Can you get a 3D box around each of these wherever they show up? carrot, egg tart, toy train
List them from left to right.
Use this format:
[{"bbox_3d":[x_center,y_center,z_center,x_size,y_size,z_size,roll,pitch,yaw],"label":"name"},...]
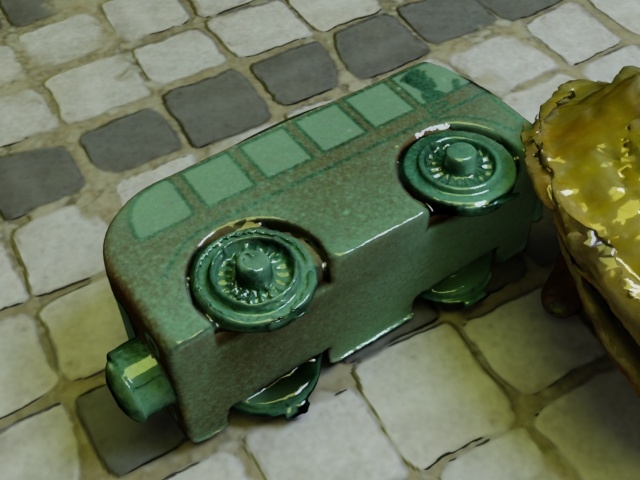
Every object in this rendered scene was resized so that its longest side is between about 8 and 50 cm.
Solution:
[{"bbox_3d":[0.000,0.000,0.540,0.326,0.129,0.159,-28,52,-21],"label":"toy train"},{"bbox_3d":[0.181,0.017,0.580,0.032,0.032,0.093,18,49,17],"label":"carrot"},{"bbox_3d":[0.260,-0.017,0.495,0.297,0.132,0.297,17,47,-19],"label":"egg tart"}]
